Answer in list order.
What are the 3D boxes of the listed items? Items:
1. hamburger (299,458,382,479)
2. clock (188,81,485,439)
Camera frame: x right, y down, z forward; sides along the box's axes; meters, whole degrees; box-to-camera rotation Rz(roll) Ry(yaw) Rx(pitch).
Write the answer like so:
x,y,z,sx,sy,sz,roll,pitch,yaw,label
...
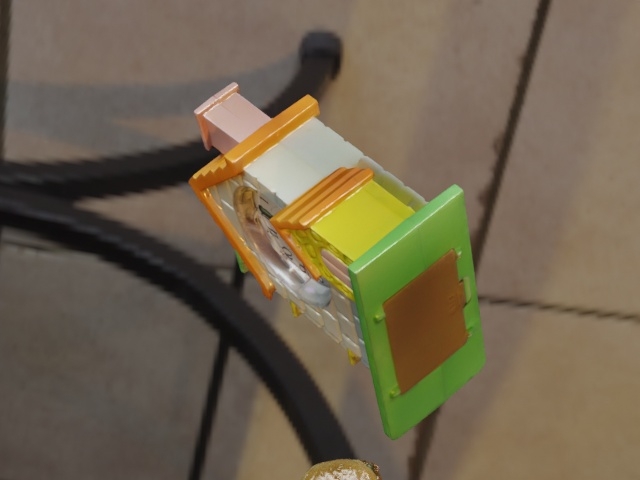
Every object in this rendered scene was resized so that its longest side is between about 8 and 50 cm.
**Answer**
x,y,z,sx,sy,sz,roll,pitch,yaw,label
0.021,0.239,1.665,0.083,0.044,0.076,-20,82,11,hamburger
0.000,0.000,1.431,0.106,0.255,0.220,-38,143,-20,clock
